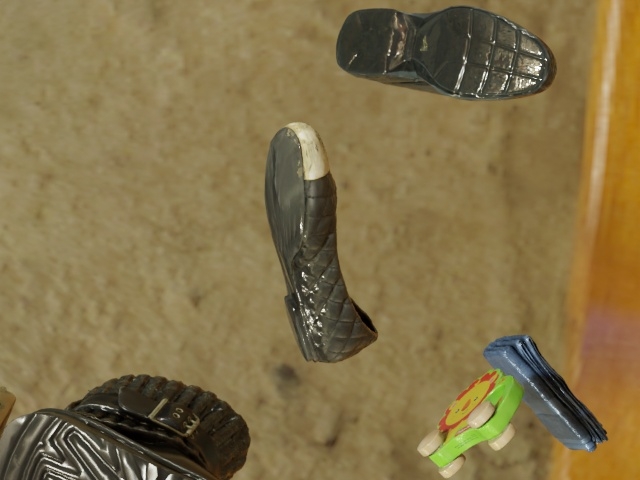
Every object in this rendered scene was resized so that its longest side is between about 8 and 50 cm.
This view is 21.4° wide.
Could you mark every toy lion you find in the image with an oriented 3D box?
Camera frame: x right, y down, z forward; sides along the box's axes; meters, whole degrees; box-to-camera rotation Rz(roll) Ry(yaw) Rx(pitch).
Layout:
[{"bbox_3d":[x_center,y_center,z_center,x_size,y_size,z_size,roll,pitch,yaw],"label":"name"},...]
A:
[{"bbox_3d":[0.122,0.132,1.301,0.034,0.100,0.096,44,47,-7],"label":"toy lion"}]

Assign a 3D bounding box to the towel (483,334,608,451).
[{"bbox_3d":[0.192,0.129,1.440,0.029,0.067,0.119,-45,99,-15],"label":"towel"}]

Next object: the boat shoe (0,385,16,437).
[{"bbox_3d":[-0.242,0.171,1.095,0.089,0.285,0.104,17,120,-18],"label":"boat shoe"}]

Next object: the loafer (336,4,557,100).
[{"bbox_3d":[0.092,-0.124,1.133,0.061,0.170,0.062,13,93,-50],"label":"loafer"}]

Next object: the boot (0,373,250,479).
[{"bbox_3d":[-0.110,0.241,1.548,0.348,0.260,0.131,34,99,13],"label":"boot"}]

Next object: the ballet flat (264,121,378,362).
[{"bbox_3d":[0.000,0.000,0.961,0.049,0.057,0.173,-20,134,-13],"label":"ballet flat"}]
